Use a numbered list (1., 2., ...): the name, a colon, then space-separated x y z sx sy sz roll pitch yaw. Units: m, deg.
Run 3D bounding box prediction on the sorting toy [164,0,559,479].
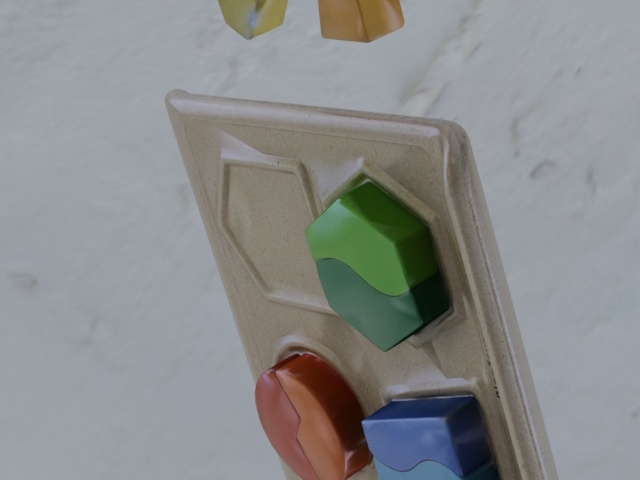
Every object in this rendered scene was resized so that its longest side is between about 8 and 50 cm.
1. sorting toy: 0.000 0.000 0.779 0.041 0.229 0.307 -28 -67 -27
